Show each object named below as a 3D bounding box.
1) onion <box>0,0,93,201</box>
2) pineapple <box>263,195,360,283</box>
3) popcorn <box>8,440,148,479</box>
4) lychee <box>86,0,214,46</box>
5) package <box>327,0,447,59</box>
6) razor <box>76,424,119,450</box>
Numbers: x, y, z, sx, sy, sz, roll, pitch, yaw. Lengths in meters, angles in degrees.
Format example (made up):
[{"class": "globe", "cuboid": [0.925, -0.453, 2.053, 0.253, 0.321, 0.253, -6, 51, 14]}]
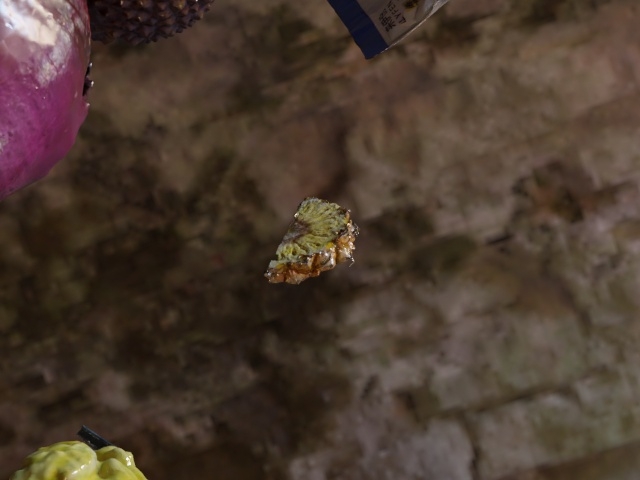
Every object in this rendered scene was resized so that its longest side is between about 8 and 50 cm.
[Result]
[{"class": "onion", "cuboid": [-0.376, -0.193, 1.348, 0.348, 0.347, 0.385, -18, -34, 6]}, {"class": "pineapple", "cuboid": [0.000, 0.000, 0.949, 0.045, 0.019, 0.083, -4, 29, 19]}, {"class": "popcorn", "cuboid": [-0.178, 0.223, 1.101, 0.174, 0.168, 0.195, 7, -16, -6]}, {"class": "lychee", "cuboid": [-0.180, -0.281, 1.582, 0.188, 0.188, 0.188, -19, 4, 1]}, {"class": "package", "cuboid": [0.094, -0.252, 1.559, 0.173, 0.027, 0.171, -32, 35, 3]}, {"class": "razor", "cuboid": [-0.221, 0.279, 1.568, 0.033, 0.190, 0.066, 5, 11, -43]}]
